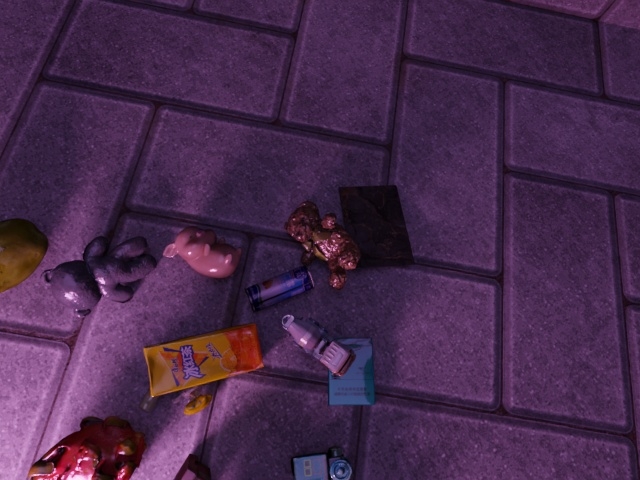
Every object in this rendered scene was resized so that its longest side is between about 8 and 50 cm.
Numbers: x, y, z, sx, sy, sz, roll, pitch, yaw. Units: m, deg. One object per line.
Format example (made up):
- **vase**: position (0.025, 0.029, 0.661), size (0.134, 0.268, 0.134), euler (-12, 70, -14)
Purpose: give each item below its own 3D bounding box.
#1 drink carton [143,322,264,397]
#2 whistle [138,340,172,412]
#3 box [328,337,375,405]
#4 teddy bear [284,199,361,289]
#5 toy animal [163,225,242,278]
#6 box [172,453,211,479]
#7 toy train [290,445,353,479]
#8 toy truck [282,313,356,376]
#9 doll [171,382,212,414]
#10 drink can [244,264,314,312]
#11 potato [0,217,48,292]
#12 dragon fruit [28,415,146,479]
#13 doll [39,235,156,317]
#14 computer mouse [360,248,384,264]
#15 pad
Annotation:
- **drink carton**: position (-0.375, 0.379, 1.428), size (0.351, 0.111, 0.155), euler (-9, 82, -23)
- **whistle**: position (-0.511, 0.439, 1.463), size (0.126, 0.067, 0.258), euler (28, 72, 4)
- **box**: position (0.106, 0.454, 1.539), size (0.160, 0.042, 0.227), euler (1, 70, -6)
- **teddy bear**: position (0.000, 0.006, 1.595), size (0.222, 0.246, 0.296), euler (13, 38, -21)
- **toy animal**: position (-0.405, 0.042, 1.576), size (0.250, 0.166, 0.154), euler (31, 113, 11)
- **box**: position (-0.407, 0.756, 1.282), size (0.086, 0.215, 0.215), euler (34, 69, -6)
- **toy train**: position (0.016, 0.804, 1.364), size (0.194, 0.120, 0.298), euler (-7, 69, -2)
- **toy truck**: position (-0.012, 0.343, 1.486), size (0.256, 0.140, 0.108), euler (33, 81, 24)
- **doll**: position (-0.409, 0.506, 1.458), size (0.113, 0.072, 0.135), euler (28, 62, 24)
- **drink can**: position (-0.147, 0.173, 1.586), size (0.235, 0.097, 0.097), euler (-21, 74, -12)
- **potato**: position (-1.073, 0.057, 1.467), size (0.215, 0.216, 0.304), euler (39, 61, 8)
- **dragon fruit**: position (-0.667, 0.652, 1.284), size (0.243, 0.227, 0.307), euler (40, 73, 13)
- **doll**: position (-0.749, 0.115, 1.532), size (0.340, 0.158, 0.246), euler (-36, 109, -32)
- **computer mouse**: position (0.197, 0.068, 1.692), size (0.096, 0.039, 0.066), euler (-1, 63, -8)
- **pad**: position (0.216, -0.063, 1.735), size (0.247, 0.007, 0.368), euler (-3, 63, -8)
